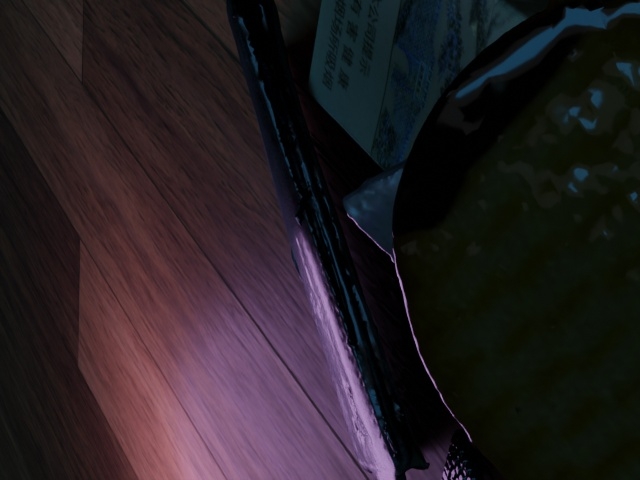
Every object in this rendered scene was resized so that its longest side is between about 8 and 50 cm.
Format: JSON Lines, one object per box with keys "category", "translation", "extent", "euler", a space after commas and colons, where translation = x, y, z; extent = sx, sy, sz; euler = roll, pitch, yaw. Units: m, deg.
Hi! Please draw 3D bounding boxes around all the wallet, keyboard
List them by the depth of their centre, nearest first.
{"category": "keyboard", "translation": [0.120, 0.225, 0.810], "extent": [0.204, 0.013, 0.061], "euler": [-107, 19, -50]}
{"category": "wallet", "translation": [0.000, 0.000, 0.911], "extent": [0.190, 0.046, 0.379], "euler": [100, 153, -82]}

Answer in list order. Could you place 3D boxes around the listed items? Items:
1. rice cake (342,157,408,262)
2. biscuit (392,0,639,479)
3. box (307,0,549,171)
{"category": "rice cake", "translation": [0.143, -0.045, 0.577], "extent": [0.298, 0.050, 0.106], "euler": [-31, 95, 43]}
{"category": "biscuit", "translation": [0.174, 0.033, 0.536], "extent": [0.318, 0.040, 0.317], "euler": [21, 128, 29]}
{"category": "box", "translation": [0.088, -0.105, 0.737], "extent": [0.256, 0.069, 0.164], "euler": [50, 142, 42]}
